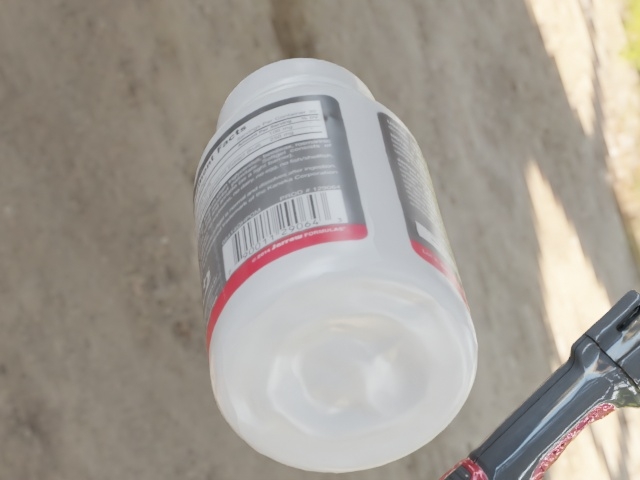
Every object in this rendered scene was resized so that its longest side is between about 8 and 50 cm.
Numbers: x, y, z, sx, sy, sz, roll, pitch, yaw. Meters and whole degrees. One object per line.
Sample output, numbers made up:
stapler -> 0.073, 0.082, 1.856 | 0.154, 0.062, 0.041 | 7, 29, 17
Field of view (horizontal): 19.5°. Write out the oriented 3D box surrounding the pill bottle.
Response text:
pill bottle -> 0.000, 0.000, 1.320 | 0.318, 0.176, 0.176 | -101, 164, -56

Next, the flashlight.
flashlight -> 0.196, 0.186, 1.632 | 0.103, 0.304, 0.103 | 47, -4, 11
